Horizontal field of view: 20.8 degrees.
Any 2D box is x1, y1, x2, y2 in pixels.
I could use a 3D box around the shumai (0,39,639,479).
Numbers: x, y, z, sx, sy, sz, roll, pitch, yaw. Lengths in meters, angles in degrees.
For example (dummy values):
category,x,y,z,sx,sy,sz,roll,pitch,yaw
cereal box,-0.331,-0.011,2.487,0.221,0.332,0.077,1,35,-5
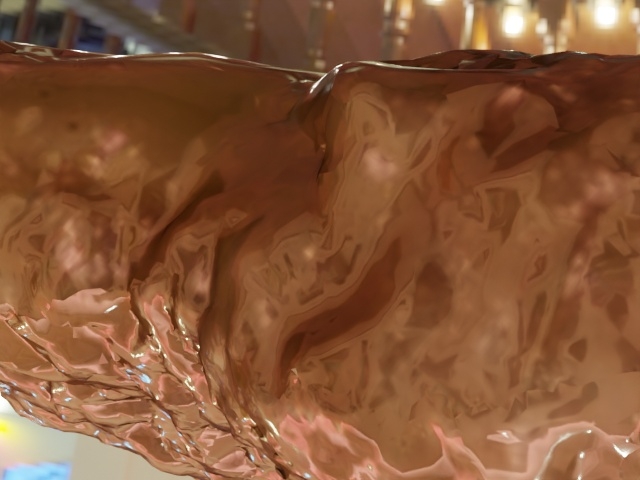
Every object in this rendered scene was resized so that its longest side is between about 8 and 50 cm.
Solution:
category,x,y,z,sx,sy,sz,roll,pitch,yaw
shumai,-0.002,-0.003,0.527,0.283,0.217,0.346,37,175,11
